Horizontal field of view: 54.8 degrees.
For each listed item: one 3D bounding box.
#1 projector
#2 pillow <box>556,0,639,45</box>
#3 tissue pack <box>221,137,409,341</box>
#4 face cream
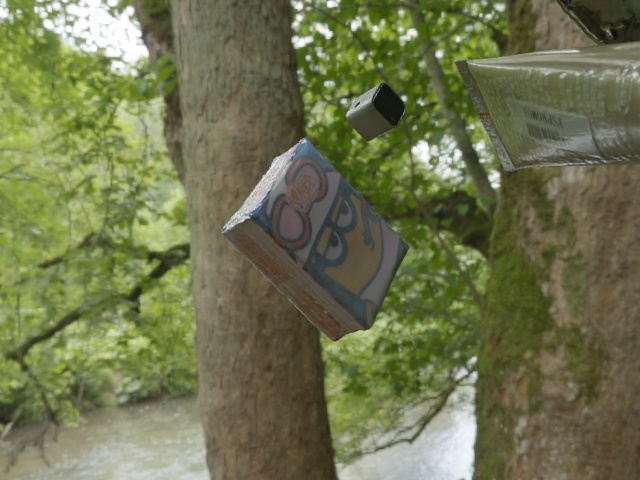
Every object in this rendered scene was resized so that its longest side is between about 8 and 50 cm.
[{"bbox_3d":[0.116,-0.267,1.289,0.083,0.083,0.082,43,-35,-20],"label":"projector"},{"bbox_3d":[0.303,-0.198,0.583,0.241,0.093,0.051,11,-36,-29],"label":"pillow"},{"bbox_3d":[0.000,0.000,0.576,0.065,0.155,0.115,-27,25,46],"label":"tissue pack"},{"bbox_3d":[0.235,-0.112,0.520,0.084,0.137,0.341,-36,18,-13],"label":"face cream"}]
